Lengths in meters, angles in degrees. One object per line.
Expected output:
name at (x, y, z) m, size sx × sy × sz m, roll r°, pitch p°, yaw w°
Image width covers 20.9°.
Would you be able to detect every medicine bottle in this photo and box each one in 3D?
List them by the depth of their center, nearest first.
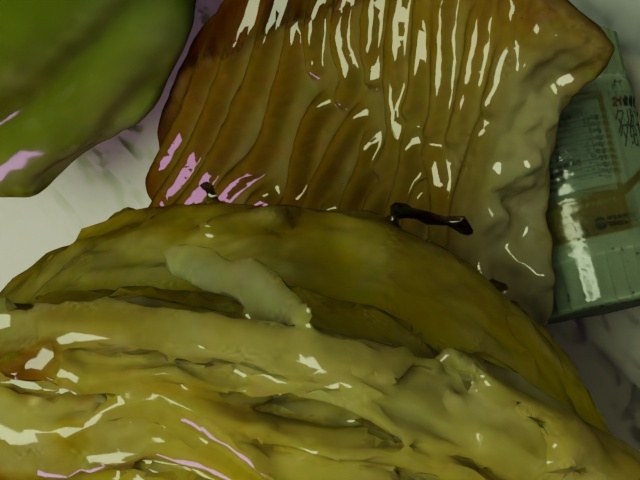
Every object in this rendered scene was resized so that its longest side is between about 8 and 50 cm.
medicine bottle at (0.077, -0.019, 0.529) m, size 0.047 × 0.047 × 0.083 m, roll -17°, pitch 81°, yaw 33°

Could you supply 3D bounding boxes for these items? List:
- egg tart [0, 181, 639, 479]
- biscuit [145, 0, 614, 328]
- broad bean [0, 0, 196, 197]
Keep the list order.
egg tart at (-0.015, 0.074, 0.480) m, size 0.295 × 0.295 × 0.116 m, roll -18°, pitch 51°, yaw 33°
biscuit at (-0.001, 0.000, 0.560) m, size 0.176 × 0.031 × 0.228 m, roll 43°, pitch 125°, yaw 39°
broad bean at (-0.121, -0.164, 0.618) m, size 0.238 × 0.119 × 0.291 m, roll 13°, pitch 98°, yaw 34°
